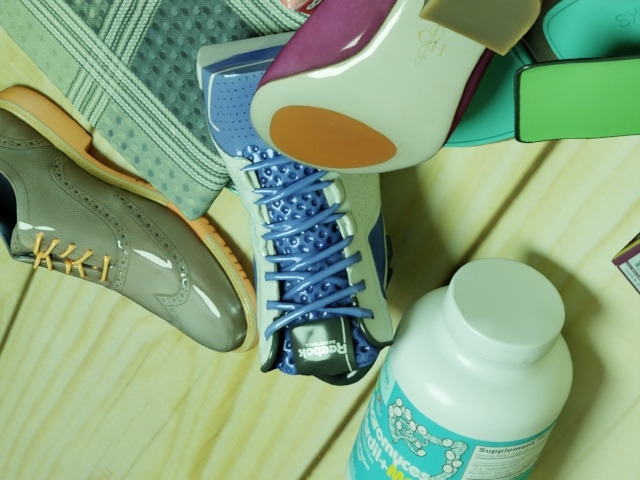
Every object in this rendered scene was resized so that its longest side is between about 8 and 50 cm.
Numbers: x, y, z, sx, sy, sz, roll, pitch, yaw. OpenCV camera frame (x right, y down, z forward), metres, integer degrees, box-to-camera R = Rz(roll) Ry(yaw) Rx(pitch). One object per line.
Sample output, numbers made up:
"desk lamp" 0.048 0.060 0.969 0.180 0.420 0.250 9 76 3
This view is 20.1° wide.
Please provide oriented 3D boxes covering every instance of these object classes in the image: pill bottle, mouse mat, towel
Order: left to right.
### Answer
"towel" -0.140 -0.222 1.472 0.324 0.056 0.312 46 134 13
"pill bottle" 0.115 0.135 1.460 0.146 0.146 0.264 36 137 19
"mouse mat" 0.219 -0.094 1.161 0.190 0.007 0.152 -4 164 5

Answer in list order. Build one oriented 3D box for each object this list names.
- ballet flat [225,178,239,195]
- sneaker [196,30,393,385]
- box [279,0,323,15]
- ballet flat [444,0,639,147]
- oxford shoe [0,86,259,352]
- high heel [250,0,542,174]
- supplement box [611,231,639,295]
"ballet flat" -0.088 -0.090 1.554 0.188 0.070 0.070 29 135 20
"sneaker" 0.000 0.001 1.400 0.127 0.182 0.315 -12 132 6
"box" -0.040 -0.279 1.264 0.257 0.128 0.122 47 107 16
"ballet flat" 0.166 -0.151 1.218 0.342 0.124 0.116 -21 107 50
"oxford shoe" -0.214 0.004 1.682 0.364 0.133 0.130 35 137 19
"high heel" 0.070 -0.167 1.178 0.127 0.181 0.377 27 155 -18
"supplement box" 0.254 0.006 1.281 0.055 0.083 0.043 51 141 1
